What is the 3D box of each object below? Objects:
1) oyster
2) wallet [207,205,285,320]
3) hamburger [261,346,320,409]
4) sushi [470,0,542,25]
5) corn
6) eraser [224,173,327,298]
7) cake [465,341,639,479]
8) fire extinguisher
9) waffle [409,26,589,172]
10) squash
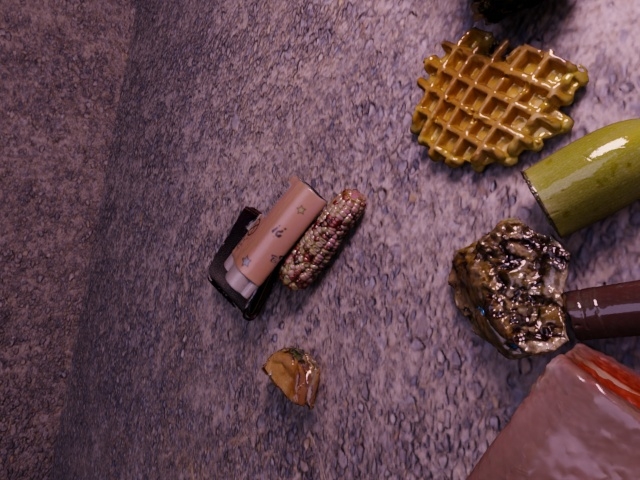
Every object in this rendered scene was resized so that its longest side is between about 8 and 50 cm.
[{"bbox_3d":[0.270,0.073,0.622,0.223,0.083,0.214,144,135,-60],"label":"oyster"},{"bbox_3d":[-0.201,0.055,1.119,0.221,0.071,0.262,34,98,43],"label":"wallet"},{"bbox_3d":[-0.050,0.293,0.918,0.176,0.087,0.102,26,87,51],"label":"hamburger"},{"bbox_3d":[0.299,-0.528,0.667,0.170,0.210,0.350,-23,61,43],"label":"sushi"},{"bbox_3d":[0.000,0.000,0.917,0.281,0.092,0.092,-54,50,21],"label":"corn"},{"bbox_3d":[-0.115,-0.016,0.974,0.290,0.087,0.171,-50,24,7],"label":"eraser"},{"bbox_3d":[0.351,0.287,0.431,0.309,0.237,0.230,35,109,40],"label":"cake"},{"bbox_3d":[0.450,0.080,0.481,0.267,0.072,0.089,-20,48,40],"label":"fire extinguisher"},{"bbox_3d":[0.288,-0.261,0.715,0.309,0.065,0.283,-10,76,41],"label":"waffle"},{"bbox_3d":[0.385,-0.097,0.556,0.186,0.123,0.123,-36,59,29],"label":"squash"}]
